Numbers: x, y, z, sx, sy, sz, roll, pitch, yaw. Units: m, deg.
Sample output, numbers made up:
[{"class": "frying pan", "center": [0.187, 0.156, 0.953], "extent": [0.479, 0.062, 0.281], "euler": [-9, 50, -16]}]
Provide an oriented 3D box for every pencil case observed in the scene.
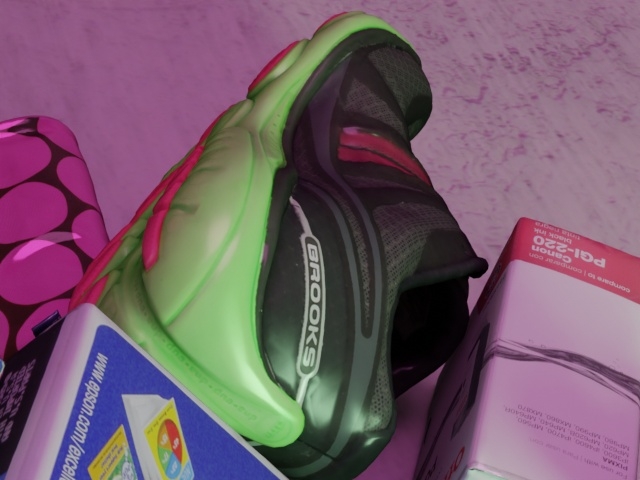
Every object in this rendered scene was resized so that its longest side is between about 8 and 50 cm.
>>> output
[{"class": "pencil case", "center": [-0.178, 0.011, 0.798], "extent": [0.098, 0.095, 0.209], "euler": [-14, 45, -13]}]

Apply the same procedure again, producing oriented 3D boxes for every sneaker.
[{"class": "sneaker", "center": [0.000, 0.000, 0.814], "extent": [0.202, 0.185, 0.483], "euler": [44, 28, -8]}]

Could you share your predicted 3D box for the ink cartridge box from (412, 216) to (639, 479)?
[{"class": "ink cartridge box", "center": [0.114, 0.116, 0.731], "extent": [0.092, 0.159, 0.218], "euler": [20, 39, 0]}]

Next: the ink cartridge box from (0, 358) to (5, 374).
[{"class": "ink cartridge box", "center": [-0.286, 0.129, 0.428], "extent": [0.151, 0.270, 0.396], "euler": [52, 36, -33]}]

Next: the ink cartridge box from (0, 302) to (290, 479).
[{"class": "ink cartridge box", "center": [-0.027, 0.214, 0.491], "extent": [0.307, 0.072, 0.304], "euler": [47, 21, -21]}]
